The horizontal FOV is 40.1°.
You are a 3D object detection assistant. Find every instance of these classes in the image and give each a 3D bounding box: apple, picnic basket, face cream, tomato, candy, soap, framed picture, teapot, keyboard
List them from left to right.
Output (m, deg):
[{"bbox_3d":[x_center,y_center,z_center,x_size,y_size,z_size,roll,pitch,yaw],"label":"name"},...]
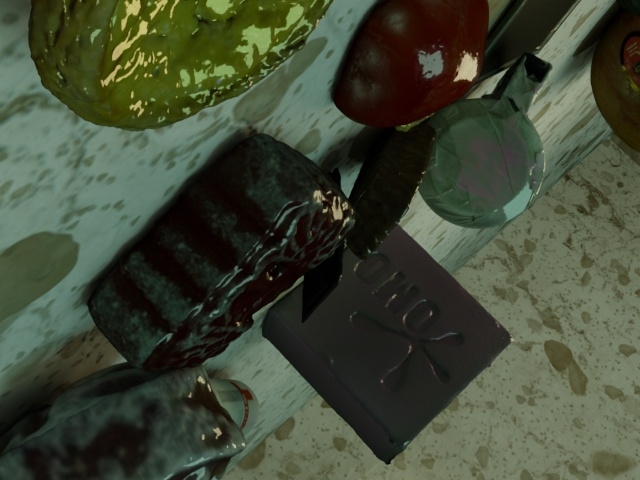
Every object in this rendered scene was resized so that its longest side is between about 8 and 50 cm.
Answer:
[{"bbox_3d":[-0.223,0.218,0.848,0.289,0.157,0.214,-28,170,-4],"label":"candy"},{"bbox_3d":[-0.161,0.264,1.358,0.102,0.102,0.345,-44,167,0],"label":"face cream"},{"bbox_3d":[-0.001,-0.001,0.931,0.074,0.015,0.197,-46,-156,30],"label":"keyboard"},{"bbox_3d":[0.072,-0.066,0.987,0.110,0.054,0.193,-52,-171,35],"label":"picnic basket"},{"bbox_3d":[0.104,0.152,1.384,0.285,0.296,0.107,-39,165,-28],"label":"soap"},{"bbox_3d":[0.102,-0.167,0.797,0.174,0.082,0.166,-33,164,-31],"label":"tomato"},{"bbox_3d":[0.204,-0.134,1.154,0.178,0.163,0.222,-61,155,-81],"label":"teapot"},{"bbox_3d":[0.277,-0.286,1.116,0.252,0.014,0.197,-31,163,-45],"label":"framed picture"},{"bbox_3d":[0.692,-0.322,1.577,0.400,0.333,0.400,-40,168,-10],"label":"apple"}]

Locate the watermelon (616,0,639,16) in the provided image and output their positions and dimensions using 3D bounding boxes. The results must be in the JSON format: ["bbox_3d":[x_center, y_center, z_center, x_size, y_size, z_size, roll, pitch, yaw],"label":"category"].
[{"bbox_3d":[0.474,-0.369,1.231,0.133,0.105,0.105,-13,155,-24],"label":"watermelon"}]

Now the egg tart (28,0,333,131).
[{"bbox_3d":[-0.059,-0.134,0.407,0.191,0.074,0.191,-40,167,-11],"label":"egg tart"}]

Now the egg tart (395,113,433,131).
[{"bbox_3d":[0.108,-0.162,0.931,0.105,0.039,0.105,-41,168,-11],"label":"egg tart"}]

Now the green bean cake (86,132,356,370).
[{"bbox_3d":[-0.081,0.018,0.793,0.232,0.097,0.198,-45,168,3],"label":"green bean cake"}]
